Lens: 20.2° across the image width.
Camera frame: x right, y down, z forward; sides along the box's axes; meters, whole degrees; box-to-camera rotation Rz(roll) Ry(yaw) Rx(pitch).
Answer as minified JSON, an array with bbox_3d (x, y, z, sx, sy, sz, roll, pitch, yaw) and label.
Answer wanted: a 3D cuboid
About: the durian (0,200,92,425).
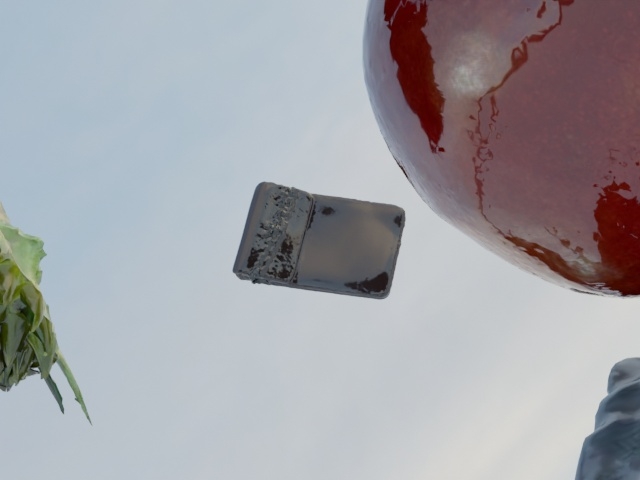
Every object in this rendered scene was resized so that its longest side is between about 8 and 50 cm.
[{"bbox_3d":[-0.239,-0.064,0.964,0.169,0.352,0.158,4,-52,-45],"label":"durian"}]

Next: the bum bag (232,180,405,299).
[{"bbox_3d":[0.000,0.000,1.770,0.026,0.159,0.109,80,-160,-62],"label":"bum bag"}]

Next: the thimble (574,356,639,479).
[{"bbox_3d":[0.196,0.162,0.864,0.236,0.172,0.205,-53,-28,-58],"label":"thimble"}]

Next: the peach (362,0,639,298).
[{"bbox_3d":[0.129,-0.085,0.837,0.199,0.243,0.243,-13,-34,-24],"label":"peach"}]
